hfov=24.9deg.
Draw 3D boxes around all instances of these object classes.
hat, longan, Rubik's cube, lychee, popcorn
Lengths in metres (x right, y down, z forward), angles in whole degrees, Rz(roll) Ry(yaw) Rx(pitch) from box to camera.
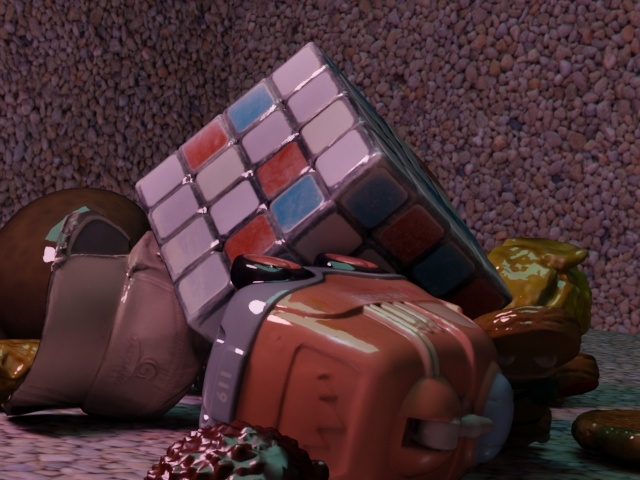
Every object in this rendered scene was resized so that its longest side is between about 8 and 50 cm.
[{"bbox_3d":[-0.213,0.097,1.502,0.161,0.232,0.275,21,8,26],"label":"hat"},{"bbox_3d":[-0.353,0.060,2.022,0.243,0.300,0.300,48,2,1],"label":"longan"},{"bbox_3d":[0.000,0.001,1.498,0.256,0.253,0.259,44,10,-38],"label":"Rubik's cube"},{"bbox_3d":[-0.050,0.158,0.808,0.129,0.123,0.123,-6,5,-24],"label":"lychee"},{"bbox_3d":[0.240,0.102,1.988,0.276,0.225,0.276,8,-1,0],"label":"popcorn"}]

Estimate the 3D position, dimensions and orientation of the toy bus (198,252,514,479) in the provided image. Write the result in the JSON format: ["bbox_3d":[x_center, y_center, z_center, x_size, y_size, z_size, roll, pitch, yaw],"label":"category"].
[{"bbox_3d":[0.039,0.124,1.238,0.232,0.194,0.288,14,6,33],"label":"toy bus"}]

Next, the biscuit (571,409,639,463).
[{"bbox_3d":[0.370,0.210,1.516,0.226,0.042,0.226,6,1,0],"label":"biscuit"}]

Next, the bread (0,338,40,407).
[{"bbox_3d":[-0.339,0.146,1.583,0.367,0.084,0.077,2,42,-47],"label":"bread"}]

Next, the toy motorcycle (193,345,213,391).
[{"bbox_3d":[-0.149,0.144,1.763,0.150,0.102,0.221,-4,9,-25],"label":"toy motorcycle"}]

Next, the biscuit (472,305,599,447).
[{"bbox_3d":[0.173,0.142,1.421,0.197,0.049,0.301,0,-27,-10],"label":"biscuit"}]
